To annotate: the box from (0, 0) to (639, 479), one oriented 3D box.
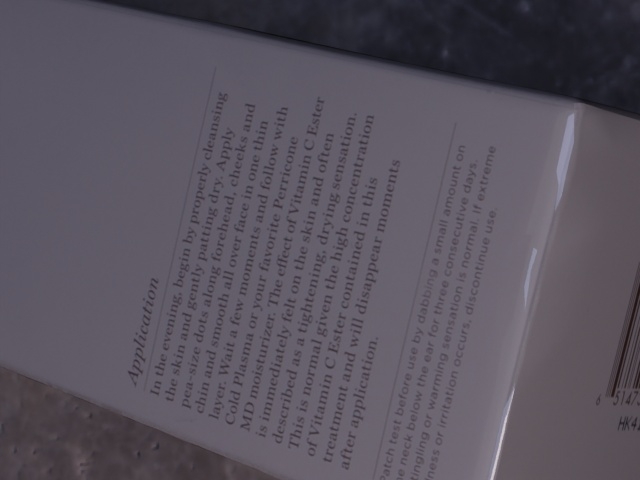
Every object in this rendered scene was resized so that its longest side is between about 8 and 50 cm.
[{"bbox_3d":[0.000,0.000,0.805,0.345,0.215,0.168,17,96,37],"label":"box"}]
